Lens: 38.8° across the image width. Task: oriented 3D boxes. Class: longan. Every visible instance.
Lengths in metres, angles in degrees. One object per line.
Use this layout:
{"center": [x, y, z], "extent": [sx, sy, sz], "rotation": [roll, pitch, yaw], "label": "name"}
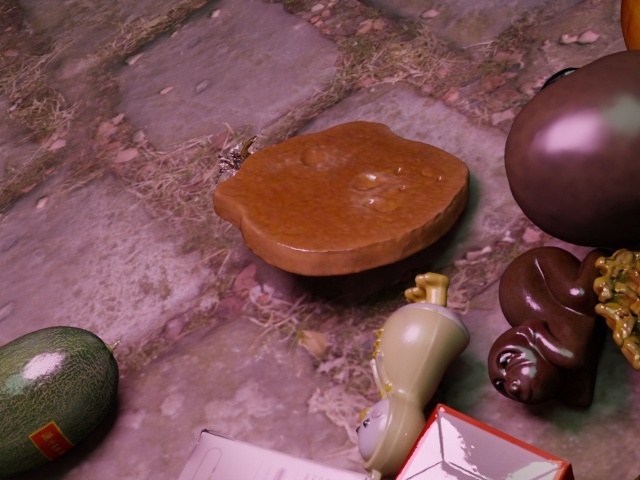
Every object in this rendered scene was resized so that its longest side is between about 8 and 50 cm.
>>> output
{"center": [0.389, -0.124, 1.209], "extent": [0.300, 0.243, 0.300], "rotation": [-13, 31, 8], "label": "longan"}

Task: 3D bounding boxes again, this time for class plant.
{"center": [-0.129, -0.134, 1.580], "extent": [0.116, 0.122, 0.104], "rotation": [-10, 56, 2], "label": "plant"}

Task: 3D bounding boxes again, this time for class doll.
{"center": [0.107, 0.182, 1.176], "extent": [0.117, 0.141, 0.296], "rotation": [31, 60, -4], "label": "doll"}

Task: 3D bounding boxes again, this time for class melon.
{"center": [-0.407, 0.225, 1.300], "extent": [0.288, 0.182, 0.182], "rotation": [-33, 45, -9], "label": "melon"}

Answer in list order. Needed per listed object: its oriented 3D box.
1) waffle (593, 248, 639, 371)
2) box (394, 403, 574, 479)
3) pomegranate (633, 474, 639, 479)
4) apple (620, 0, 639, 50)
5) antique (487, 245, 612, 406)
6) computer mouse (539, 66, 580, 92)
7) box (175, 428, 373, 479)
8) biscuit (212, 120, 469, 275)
{"center": [0.457, 0.104, 1.106], "extent": [0.245, 0.052, 0.254], "rotation": [-3, 51, -17], "label": "waffle"}
{"center": [0.188, 0.293, 1.063], "extent": [0.182, 0.099, 0.133], "rotation": [19, 60, 32], "label": "box"}
{"center": [0.401, 0.289, 0.907], "extent": [0.198, 0.198, 0.246], "rotation": [20, 74, 35], "label": "pomegranate"}
{"center": [0.640, -0.340, 1.302], "extent": [0.384, 0.374, 0.374], "rotation": [-32, 45, -1], "label": "apple"}
{"center": [0.292, 0.109, 1.179], "extent": [0.143, 0.121, 0.257], "rotation": [3, 48, 24], "label": "antique"}
{"center": [0.401, -0.162, 1.409], "extent": [0.137, 0.096, 0.233], "rotation": [3, 62, 27], "label": "computer mouse"}
{"center": [-0.075, 0.361, 1.094], "extent": [0.252, 0.106, 0.203], "rotation": [7, 51, 28], "label": "box"}
{"center": [0.036, -0.068, 1.430], "extent": [0.385, 0.062, 0.365], "rotation": [-26, 40, -31], "label": "biscuit"}
